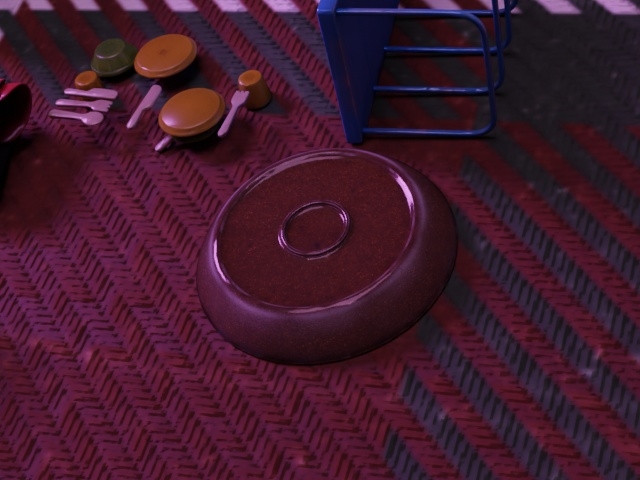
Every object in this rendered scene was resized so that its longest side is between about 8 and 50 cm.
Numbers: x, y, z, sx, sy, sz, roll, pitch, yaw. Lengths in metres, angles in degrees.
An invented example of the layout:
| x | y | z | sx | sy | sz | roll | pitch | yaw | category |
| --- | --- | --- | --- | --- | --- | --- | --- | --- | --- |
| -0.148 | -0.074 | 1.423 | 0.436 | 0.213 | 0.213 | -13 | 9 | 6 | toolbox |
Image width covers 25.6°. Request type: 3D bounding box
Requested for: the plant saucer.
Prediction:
| x | y | z | sx | sy | sz | roll | pitch | yaw | category |
| --- | --- | --- | --- | --- | --- | --- | --- | --- | --- |
| 0.000 | 0.000 | 0.873 | 0.168 | 0.029 | 0.168 | -8 | 49 | 9 | plant saucer |

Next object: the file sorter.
| x | y | z | sx | sy | sz | roll | pitch | yaw | category |
| --- | --- | --- | --- | --- | --- | --- | --- | --- | --- |
| 0.073 | -0.164 | 0.932 | 0.104 | 0.118 | 0.170 | 3 | 52 | 15 | file sorter |

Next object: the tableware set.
| x | y | z | sx | sy | sz | roll | pitch | yaw | category |
| --- | --- | --- | --- | --- | --- | --- | --- | --- | --- |
| -0.110 | -0.107 | 1.004 | 0.154 | 0.024 | 0.104 | 7 | 50 | 24 | tableware set |

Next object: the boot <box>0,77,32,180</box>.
| x | y | z | sx | sy | sz | roll | pitch | yaw | category |
| --- | --- | --- | --- | --- | --- | --- | --- | --- | --- |
| -0.298 | -0.123 | 1.034 | 0.176 | 0.088 | 0.244 | -15 | 56 | 4 | boot |
